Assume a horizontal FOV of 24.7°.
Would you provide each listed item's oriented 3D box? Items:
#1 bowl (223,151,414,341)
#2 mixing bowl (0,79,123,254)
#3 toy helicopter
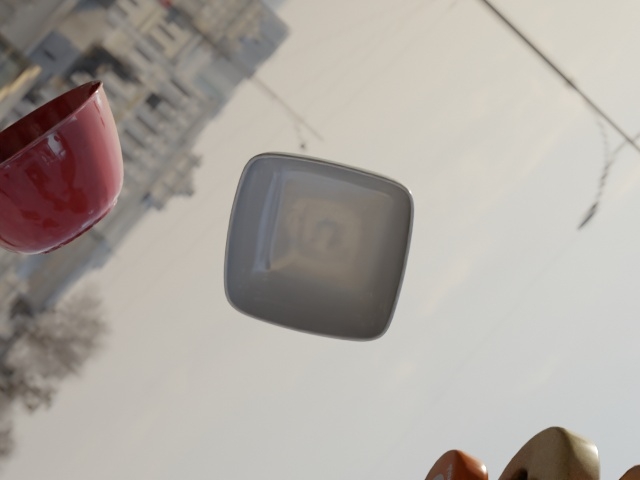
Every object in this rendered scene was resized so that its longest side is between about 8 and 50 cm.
[{"bbox_3d":[0.000,0.000,1.146,0.053,0.142,0.142,-64,166,-70],"label":"bowl"},{"bbox_3d":[-0.242,-0.052,1.284,0.181,0.098,0.181,-29,-162,10],"label":"mixing bowl"},{"bbox_3d":[0.160,0.304,1.142,0.235,0.140,0.355,-46,-159,52],"label":"toy helicopter"}]
